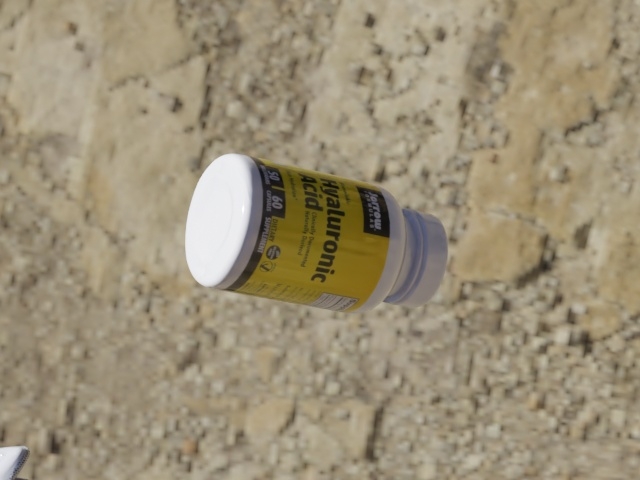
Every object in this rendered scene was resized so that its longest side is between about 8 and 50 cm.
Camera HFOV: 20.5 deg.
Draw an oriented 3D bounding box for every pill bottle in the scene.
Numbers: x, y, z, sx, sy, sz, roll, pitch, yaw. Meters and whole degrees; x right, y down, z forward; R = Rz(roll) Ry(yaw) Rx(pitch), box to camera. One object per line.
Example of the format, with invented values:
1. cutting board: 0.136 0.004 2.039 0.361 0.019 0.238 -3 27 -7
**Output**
1. pill bottle: 0.000 0.000 0.843 0.065 0.116 0.065 -28 56 54

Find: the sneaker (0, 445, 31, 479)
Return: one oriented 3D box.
1. sneaker: -0.242 0.229 1.131 0.137 0.210 0.366 61 157 -8
